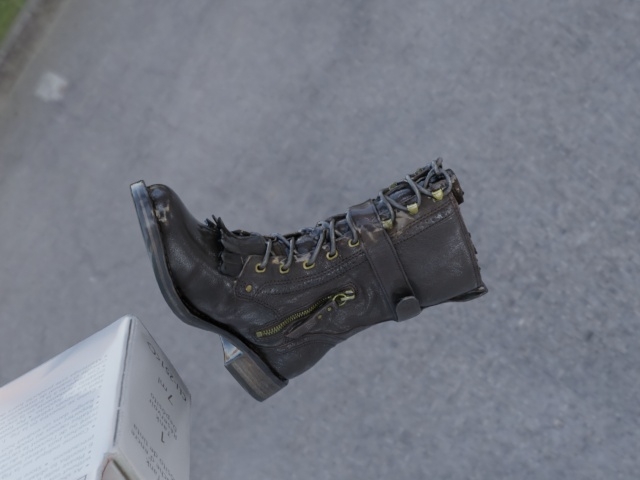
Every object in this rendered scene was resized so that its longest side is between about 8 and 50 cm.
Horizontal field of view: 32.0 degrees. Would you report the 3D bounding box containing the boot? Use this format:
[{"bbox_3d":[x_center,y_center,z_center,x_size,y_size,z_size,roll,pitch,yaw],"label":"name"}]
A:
[{"bbox_3d":[0.000,0.000,0.859,0.229,0.263,0.091,-29,45,5],"label":"boot"}]

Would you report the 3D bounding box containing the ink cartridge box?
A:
[{"bbox_3d":[-0.196,0.172,0.463,0.296,0.066,0.261,-30,20,6],"label":"ink cartridge box"}]
